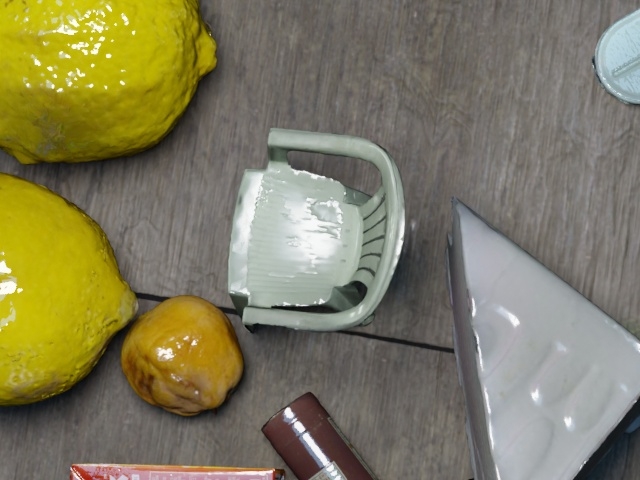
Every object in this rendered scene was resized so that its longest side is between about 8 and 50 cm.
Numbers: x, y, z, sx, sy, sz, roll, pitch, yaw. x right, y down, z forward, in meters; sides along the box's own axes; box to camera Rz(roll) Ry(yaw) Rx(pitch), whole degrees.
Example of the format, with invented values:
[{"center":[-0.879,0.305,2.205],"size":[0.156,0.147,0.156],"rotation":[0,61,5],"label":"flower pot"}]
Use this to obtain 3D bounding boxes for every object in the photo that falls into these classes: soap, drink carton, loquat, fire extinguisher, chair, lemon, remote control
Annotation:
[{"center":[0.172,0.151,1.737],"size":[0.302,0.159,0.258],"rotation":[39,73,12],"label":"soap"},{"center":[-0.155,0.279,1.804],"size":[0.223,0.096,0.071],"rotation":[1,82,6],"label":"drink carton"},{"center":[-0.148,0.128,1.826],"size":[0.137,0.113,0.137],"rotation":[6,72,-17],"label":"loquat"},{"center":[0.037,0.265,1.790],"size":[0.231,0.071,0.099],"rotation":[51,129,12],"label":"fire extinguisher"},{"center":[0.000,0.000,1.743],"size":[0.190,0.275,0.203],"rotation":[7,84,7],"label":"chair"},{"center":[-0.274,-0.212,1.810],"size":[0.321,0.268,0.268],"rotation":[-6,81,1],"label":"lemon"},{"center":[-0.347,0.050,1.779],"size":[0.310,0.258,0.258],"rotation":[13,83,7],"label":"lemon"},{"center":[0.418,-0.236,1.846],"size":[0.247,0.052,0.104],"rotation":[-29,81,1],"label":"remote control"}]

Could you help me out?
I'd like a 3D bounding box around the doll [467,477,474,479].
[{"center":[0.170,0.364,1.774],"size":[0.091,0.067,0.219],"rotation":[-9,75,-6],"label":"doll"}]
